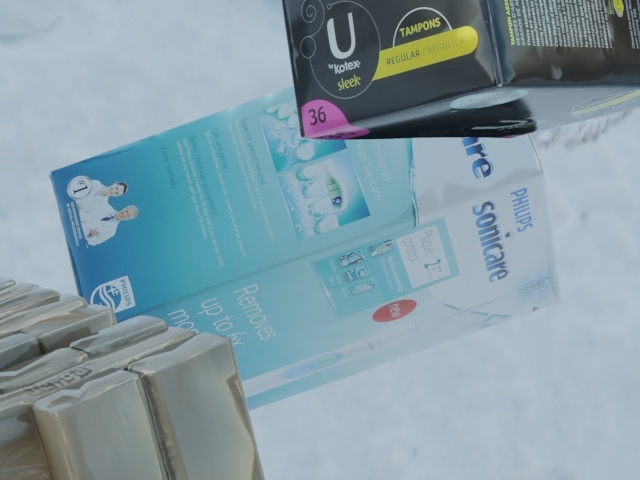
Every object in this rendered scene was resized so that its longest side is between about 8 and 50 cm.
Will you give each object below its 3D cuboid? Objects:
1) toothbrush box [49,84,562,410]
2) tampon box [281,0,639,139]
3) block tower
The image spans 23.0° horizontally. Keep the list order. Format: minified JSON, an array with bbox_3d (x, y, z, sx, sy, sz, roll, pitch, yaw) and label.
[{"bbox_3d":[0.000,0.000,1.053,0.296,0.216,0.126,-20,64,1],"label":"toothbrush box"},{"bbox_3d":[0.080,-0.107,0.743,0.161,0.120,0.101,-5,85,-45],"label":"tampon box"},{"bbox_3d":[-0.150,0.064,0.571,0.091,0.097,0.335,-21,17,-34],"label":"block tower"}]
